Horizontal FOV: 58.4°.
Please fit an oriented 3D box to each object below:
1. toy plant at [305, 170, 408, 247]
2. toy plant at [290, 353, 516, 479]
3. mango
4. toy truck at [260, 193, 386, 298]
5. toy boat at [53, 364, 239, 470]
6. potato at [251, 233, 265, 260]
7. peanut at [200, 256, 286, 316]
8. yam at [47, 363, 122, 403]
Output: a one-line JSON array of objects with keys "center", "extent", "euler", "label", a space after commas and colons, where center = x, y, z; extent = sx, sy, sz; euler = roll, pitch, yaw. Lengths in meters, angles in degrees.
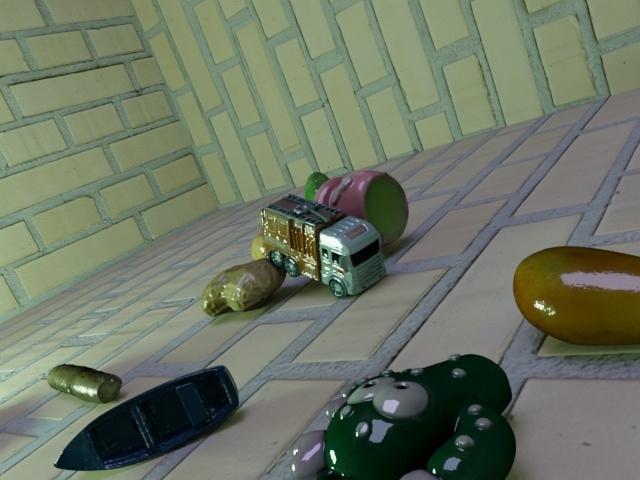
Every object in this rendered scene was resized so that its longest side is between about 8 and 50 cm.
[{"center": [0.061, -0.077, 1.515], "extent": [0.356, 0.210, 0.317], "euler": [-20, 46, 54], "label": "toy plant"}, {"center": [0.088, 0.196, 0.593], "extent": [0.232, 0.113, 0.243], "euler": [-12, 10, 32], "label": "toy plant"}, {"center": [0.342, 0.071, 0.698], "extent": [0.138, 0.113, 0.253], "euler": [-24, 19, -28], "label": "mango"}, {"center": [0.000, 0.000, 1.299], "extent": [0.305, 0.162, 0.136], "euler": [21, 40, 41], "label": "toy truck"}, {"center": [-0.269, 0.282, 0.891], "extent": [0.299, 0.096, 0.062], "euler": [-24, 2, 0], "label": "toy boat"}, {"center": [-0.121, 0.024, 1.698], "extent": [0.178, 0.119, 0.110], "euler": [-5, 52, 14], "label": "potato"}, {"center": [-0.195, 0.116, 1.426], "extent": [0.232, 0.110, 0.196], "euler": [-13, 15, 29], "label": "peanut"}, {"center": [-0.524, 0.311, 1.255], "extent": [0.317, 0.067, 0.071], "euler": [-8, 47, 47], "label": "yam"}]
